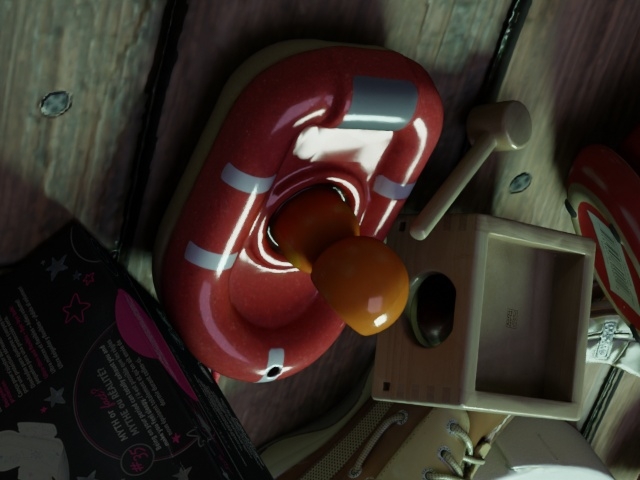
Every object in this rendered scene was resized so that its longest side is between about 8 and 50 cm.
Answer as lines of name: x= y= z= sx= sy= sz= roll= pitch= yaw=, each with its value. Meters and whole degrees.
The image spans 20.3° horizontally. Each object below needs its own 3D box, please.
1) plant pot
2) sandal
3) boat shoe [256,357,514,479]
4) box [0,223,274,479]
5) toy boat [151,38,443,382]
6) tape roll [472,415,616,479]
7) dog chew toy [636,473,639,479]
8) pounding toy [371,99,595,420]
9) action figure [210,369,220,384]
plant pot: x=0.282 y=-0.016 z=1.259 sx=0.174 sy=0.191 sz=0.191 roll=-27 pitch=142 yaw=-7
sandal: x=0.232 y=0.069 z=1.432 sx=0.180 sy=0.049 sz=0.072 roll=1 pitch=125 yaw=-19
boat shoe: x=0.067 y=0.164 z=1.333 sx=0.324 sy=0.120 sz=0.122 roll=-40 pitch=136 yaw=5
box: x=-0.119 y=0.145 z=1.073 sx=0.142 sy=0.247 sz=0.163 roll=-35 pitch=142 yaw=2
toy boat: x=0.000 y=0.000 z=1.089 sx=0.151 sy=0.151 sz=0.231 roll=0 pitch=130 yaw=-37
tape roll: x=0.090 y=0.306 z=1.548 sx=0.392 sy=0.072 sz=0.392 roll=-21 pitch=139 yaw=-19
dog chew toy: x=0.427 y=0.198 z=1.597 sx=0.332 sy=0.206 sz=0.206 roll=-30 pitch=143 yaw=5
pounding toy: x=0.093 y=0.010 z=1.204 sx=0.181 sy=0.094 sz=0.206 roll=11 pitch=83 yaw=-44
action figure: x=-0.089 y=0.098 z=1.229 sx=0.038 sy=0.030 sz=0.115 roll=2 pitch=127 yaw=-32
